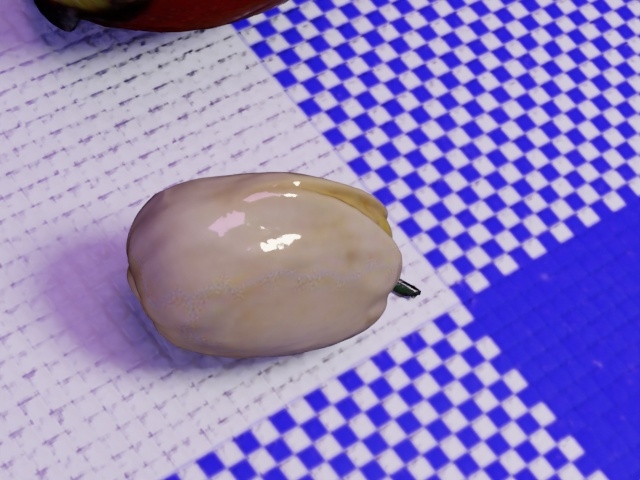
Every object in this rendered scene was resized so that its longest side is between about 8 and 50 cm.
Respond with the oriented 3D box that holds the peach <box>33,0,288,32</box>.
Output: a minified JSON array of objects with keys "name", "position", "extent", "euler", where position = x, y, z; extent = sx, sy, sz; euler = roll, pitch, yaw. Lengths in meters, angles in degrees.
[{"name":"peach","position":[-0.103,-0.343,1.204],"extent":[0.353,0.339,0.416],"euler":[25,57,-2]}]

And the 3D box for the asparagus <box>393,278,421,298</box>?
[{"name":"asparagus","position":[0.000,0.000,1.210],"extent":[0.166,0.016,0.013],"euler":[29,86,0]}]

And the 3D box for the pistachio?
[{"name":"pistachio","position":[-0.032,0.016,1.106],"extent":[0.200,0.145,0.117],"euler":[4,56,-27]}]
